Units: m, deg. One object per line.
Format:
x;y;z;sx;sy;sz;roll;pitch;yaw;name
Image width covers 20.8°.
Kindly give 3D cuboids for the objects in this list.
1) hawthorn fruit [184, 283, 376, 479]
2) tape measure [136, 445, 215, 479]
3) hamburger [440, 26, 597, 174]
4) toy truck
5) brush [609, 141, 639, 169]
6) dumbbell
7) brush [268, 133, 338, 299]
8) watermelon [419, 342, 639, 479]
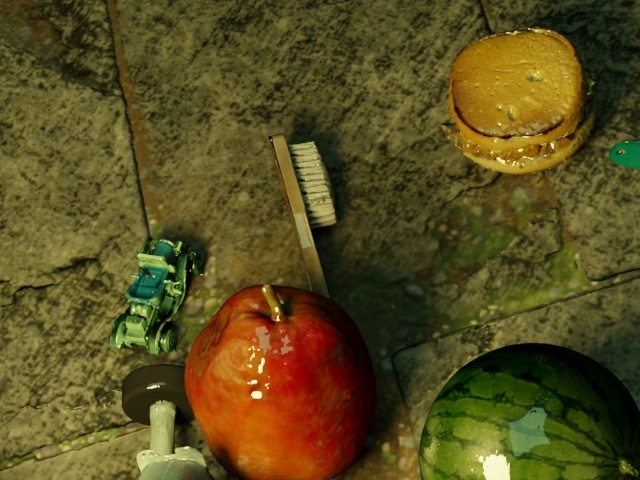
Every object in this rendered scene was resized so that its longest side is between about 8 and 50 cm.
-0.045;0.146;1.938;0.224;0.261;0.224;0;53;0;hawthorn fruit
-0.150;0.390;1.800;0.147;0.275;0.256;-5;27;18;tape measure
0.252;-0.175;2.160;0.181;0.118;0.191;14;66;19;hamburger
-0.207;0.063;2.151;0.080;0.078;0.154;6;60;20;toy truck
0.441;-0.091;2.111;0.193;0.032;0.043;9;64;34;brush
-0.183;0.246;2.011;0.100;0.100;0.191;-8;56;10;dumbbell
0.000;0.000;2.150;0.065;0.070;0.327;-12;56;-5;brush
0.224;0.226;1.832;0.242;0.242;0.242;-7;56;11;watermelon
